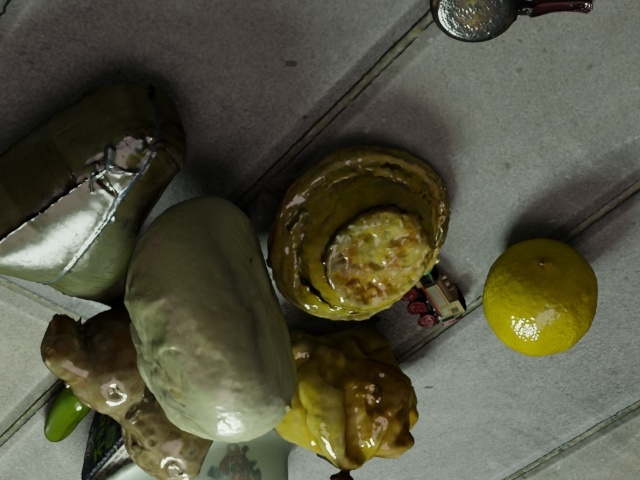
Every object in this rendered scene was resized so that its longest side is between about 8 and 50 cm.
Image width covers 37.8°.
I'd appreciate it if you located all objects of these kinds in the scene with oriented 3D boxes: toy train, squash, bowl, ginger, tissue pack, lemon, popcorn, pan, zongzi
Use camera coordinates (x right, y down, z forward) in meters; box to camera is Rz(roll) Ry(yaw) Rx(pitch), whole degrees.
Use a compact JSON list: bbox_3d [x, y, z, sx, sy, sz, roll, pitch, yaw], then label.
[{"bbox_3d":[0.181,0.087,1.547,0.087,0.050,0.138,-26,127,16],"label":"toy train"},{"bbox_3d":[-0.478,0.327,1.763,0.066,0.066,0.201,22,136,-19],"label":"squash"},{"bbox_3d":[-0.220,0.540,1.755,0.434,0.196,0.435,-20,151,-12],"label":"bowl"},{"bbox_3d":[-0.275,0.226,1.485,0.375,0.256,0.176,39,137,-25],"label":"ginger"},{"bbox_3d":[-0.345,0.325,1.684,0.073,0.173,0.235,26,127,-21],"label":"tissue pack"},{"bbox_3d":[0.343,0.091,1.463,0.178,0.178,0.203,-2,143,2],"label":"lemon"},{"bbox_3d":[0.045,0.258,1.583,0.297,0.281,0.316,23,168,-27],"label":"popcorn"},{"bbox_3d":[0.245,-0.297,1.194,0.212,0.040,0.115,4,138,-3],"label":"pan"},{"bbox_3d":[-0.290,-0.043,1.368,0.356,0.174,0.393,-32,145,16],"label":"zongzi"}]

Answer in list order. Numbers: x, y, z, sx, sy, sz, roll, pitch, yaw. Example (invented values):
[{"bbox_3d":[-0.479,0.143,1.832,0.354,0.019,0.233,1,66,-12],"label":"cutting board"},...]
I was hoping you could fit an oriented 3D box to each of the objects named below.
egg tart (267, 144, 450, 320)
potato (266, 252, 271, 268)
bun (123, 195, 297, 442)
[{"bbox_3d":[0.065,0.005,1.368,0.294,0.123,0.294,-7,118,-13],"label":"egg tart"},{"bbox_3d":[0.000,0.000,1.443,0.149,0.081,0.120,12,134,-10],"label":"potato"},{"bbox_3d":[-0.161,0.125,1.323,0.213,0.361,0.361,-16,132,2],"label":"bun"}]
